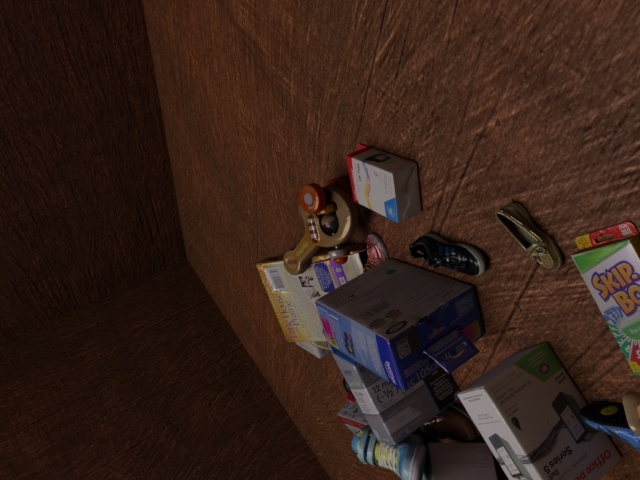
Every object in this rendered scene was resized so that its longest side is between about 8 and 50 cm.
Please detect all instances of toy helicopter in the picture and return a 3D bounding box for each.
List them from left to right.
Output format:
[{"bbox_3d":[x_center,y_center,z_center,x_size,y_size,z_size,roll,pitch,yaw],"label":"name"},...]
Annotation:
[{"bbox_3d":[0.000,0.000,1.645,0.235,0.140,0.355,55,134,16],"label":"toy helicopter"}]

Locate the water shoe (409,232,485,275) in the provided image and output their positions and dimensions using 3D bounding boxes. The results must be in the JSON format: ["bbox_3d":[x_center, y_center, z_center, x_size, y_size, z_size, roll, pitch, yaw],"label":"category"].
[{"bbox_3d":[0.287,0.044,1.299,0.203,0.080,0.073,25,136,55],"label":"water shoe"}]

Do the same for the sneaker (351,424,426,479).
[{"bbox_3d":[0.185,0.603,1.582,0.319,0.208,0.127,58,-138,-77],"label":"sneaker"}]

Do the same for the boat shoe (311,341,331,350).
[{"bbox_3d":[0.061,0.336,1.953,0.068,0.190,0.072,-101,22,-50],"label":"boat shoe"}]

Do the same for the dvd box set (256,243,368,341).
[{"bbox_3d":[0.010,0.180,1.808,0.420,0.062,0.308,-10,107,39],"label":"dvd box set"}]

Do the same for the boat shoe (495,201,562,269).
[{"bbox_3d":[0.394,-0.004,1.073,0.153,0.048,0.056,58,156,13],"label":"boat shoe"}]

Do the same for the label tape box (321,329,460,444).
[{"bbox_3d":[0.197,0.343,1.569,0.348,0.249,0.115,63,156,2],"label":"label tape box"}]

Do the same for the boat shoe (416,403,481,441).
[{"bbox_3d":[0.339,0.538,1.652,0.111,0.104,0.307,66,156,-4],"label":"boat shoe"}]

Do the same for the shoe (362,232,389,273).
[{"bbox_3d":[0.151,0.074,1.602,0.063,0.081,0.178,6,119,62],"label":"shoe"}]

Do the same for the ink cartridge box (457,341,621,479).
[{"bbox_3d":[0.447,0.382,1.162,0.273,0.198,0.115,59,154,11],"label":"ink cartridge box"}]

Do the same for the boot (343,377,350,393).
[{"bbox_3d":[0.168,0.470,1.980,0.263,0.091,0.229,24,131,47],"label":"boot"}]

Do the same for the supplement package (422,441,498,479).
[{"bbox_3d":[0.377,0.713,1.500,0.293,0.175,0.177,-90,0,-46],"label":"supplement package"}]

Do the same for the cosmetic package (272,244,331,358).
[{"bbox_3d":[-0.043,0.217,2.051,0.197,0.155,0.365,17,128,58],"label":"cosmetic package"}]

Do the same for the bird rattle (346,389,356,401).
[{"bbox_3d":[0.195,0.420,1.756,0.143,0.207,0.253,26,156,-13],"label":"bird rattle"}]

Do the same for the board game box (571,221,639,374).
[{"bbox_3d":[0.521,0.101,0.940,0.259,0.039,0.124,65,155,4],"label":"board game box"}]

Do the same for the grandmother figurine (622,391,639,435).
[{"bbox_3d":[0.587,0.199,0.791,0.342,0.207,0.104,120,162,-52],"label":"grandmother figurine"}]

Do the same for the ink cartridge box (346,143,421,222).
[{"bbox_3d":[0.142,-0.148,1.405,0.231,0.078,0.134,32,141,51],"label":"ink cartridge box"}]

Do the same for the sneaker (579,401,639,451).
[{"bbox_3d":[0.575,0.357,1.041,0.082,0.069,0.209,64,156,-9],"label":"sneaker"}]

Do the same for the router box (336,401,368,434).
[{"bbox_3d":[0.229,0.676,1.904,0.301,0.082,0.335,45,161,-3],"label":"router box"}]

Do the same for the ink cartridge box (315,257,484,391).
[{"bbox_3d":[0.203,0.198,1.388,0.395,0.270,0.151,17,130,59],"label":"ink cartridge box"}]
